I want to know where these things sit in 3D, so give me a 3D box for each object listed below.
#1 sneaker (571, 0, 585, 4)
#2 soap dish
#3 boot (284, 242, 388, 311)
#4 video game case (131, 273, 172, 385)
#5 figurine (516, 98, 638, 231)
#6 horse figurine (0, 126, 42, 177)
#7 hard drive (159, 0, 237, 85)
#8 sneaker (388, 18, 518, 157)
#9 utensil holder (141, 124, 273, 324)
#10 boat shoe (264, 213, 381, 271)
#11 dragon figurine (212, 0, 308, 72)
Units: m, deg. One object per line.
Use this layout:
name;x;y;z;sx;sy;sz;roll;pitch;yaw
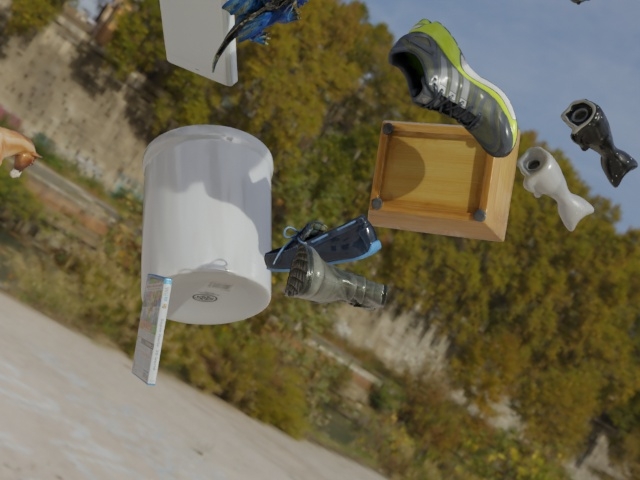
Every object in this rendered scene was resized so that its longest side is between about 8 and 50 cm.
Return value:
sneaker;0.663;-0.633;2.136;0.340;0.125;0.140;14;-42;-1
soap dish;0.238;-0.129;1.803;0.290;0.229;0.118;7;-6;23
boot;0.033;0.064;1.394;0.161;0.083;0.246;12;-6;-3
video game case;-0.270;0.139;1.432;0.015;0.166;0.119;10;-2;-23
figurine;0.531;-0.143;1.835;0.209;0.215;0.092;40;7;-32
horse figurine;-0.550;-0.155;1.328;0.066;0.174;0.263;15;-30;48
hard drive;-0.291;-0.529;2.112;0.203;0.040;0.308;25;-39;21
sneaker;0.232;-0.259;1.621;0.300;0.121;0.111;50;-32;11
utensil holder;-0.274;-0.029;2.169;0.327;0.386;0.328;-2;-28;-1
boat shoe;0.000;0.000;1.714;0.258;0.089;0.109;-12;9;30
dragon figurine;-0.127;-0.426;1.705;0.085;0.289;0.144;65;20;1
